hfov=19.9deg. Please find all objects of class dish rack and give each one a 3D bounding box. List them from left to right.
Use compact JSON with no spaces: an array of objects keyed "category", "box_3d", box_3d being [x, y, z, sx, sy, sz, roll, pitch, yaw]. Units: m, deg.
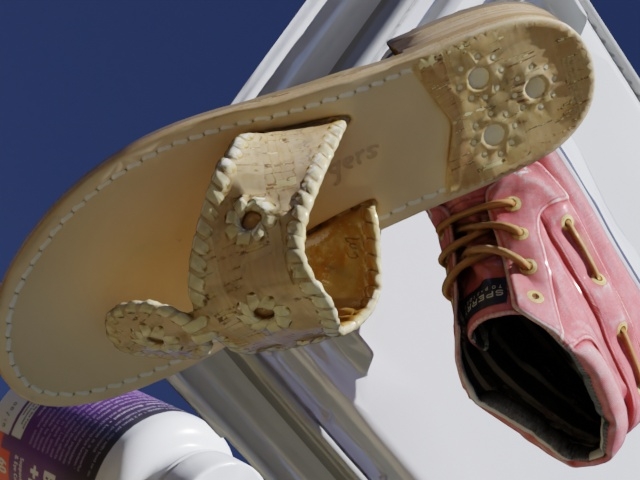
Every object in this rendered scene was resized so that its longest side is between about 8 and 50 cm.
[{"category":"dish rack","box_3d":[0.091,0.026,0.840,0.072,0.285,0.333,3,-39,46]}]

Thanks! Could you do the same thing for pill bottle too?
[{"category":"pill bottle","box_3d":[-0.123,0.153,1.176,0.193,0.108,0.108,17,-53,47]}]

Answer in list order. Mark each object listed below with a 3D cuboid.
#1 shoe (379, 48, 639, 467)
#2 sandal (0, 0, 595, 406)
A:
[{"category":"shoe","box_3d":[0.072,0.002,0.705,0.063,0.081,0.178,-35,-87,36]},{"category":"sandal","box_3d":[-0.003,-0.005,0.627,0.088,0.240,0.079,64,-7,-29]}]
